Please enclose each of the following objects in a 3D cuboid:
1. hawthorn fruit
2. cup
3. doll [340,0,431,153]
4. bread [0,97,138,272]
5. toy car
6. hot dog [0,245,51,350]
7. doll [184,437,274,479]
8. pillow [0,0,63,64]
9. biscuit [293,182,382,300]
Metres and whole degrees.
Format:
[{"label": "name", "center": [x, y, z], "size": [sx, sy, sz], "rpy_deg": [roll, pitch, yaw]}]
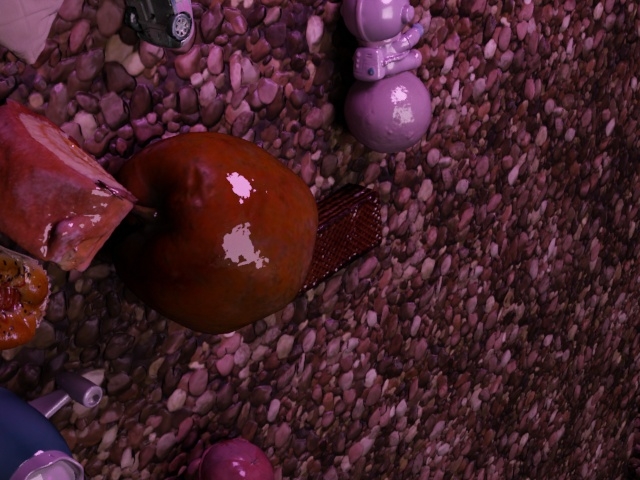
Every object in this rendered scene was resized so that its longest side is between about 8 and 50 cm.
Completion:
[{"label": "hawthorn fruit", "center": [-0.159, -0.021, 1.454], "size": [0.301, 0.267, 0.268], "rpy_deg": [28, 86, -50]}, {"label": "cup", "center": [-0.393, 0.293, 1.389], "size": [0.300, 0.173, 0.167], "rpy_deg": [-48, 140, -24]}, {"label": "doll", "center": [0.096, -0.284, 1.720], "size": [0.151, 0.151, 0.287], "rpy_deg": [-34, 128, -36]}, {"label": "bread", "center": [-0.319, -0.060, 1.262], "size": [0.123, 0.244, 0.190], "rpy_deg": [-54, 135, 1]}, {"label": "toy car", "center": [-0.209, -0.348, 1.355], "size": [0.076, 0.090, 0.224], "rpy_deg": [-45, 138, -35]}, {"label": "hot dog", "center": [-0.436, 0.063, 1.301], "size": [0.268, 0.075, 0.144], "rpy_deg": [20, 89, -55]}, {"label": "doll", "center": [-0.161, 0.428, 1.756], "size": [0.196, 0.152, 0.256], "rpy_deg": [-63, 175, -63]}, {"label": "pillow", "center": [-0.367, -0.368, 1.170], "size": [0.280, 0.076, 0.274], "rpy_deg": [26, 85, -47]}, {"label": "biscuit", "center": [0.000, 0.000, 1.798], "size": [0.252, 0.070, 0.106], "rpy_deg": [-31, 129, -37]}]
